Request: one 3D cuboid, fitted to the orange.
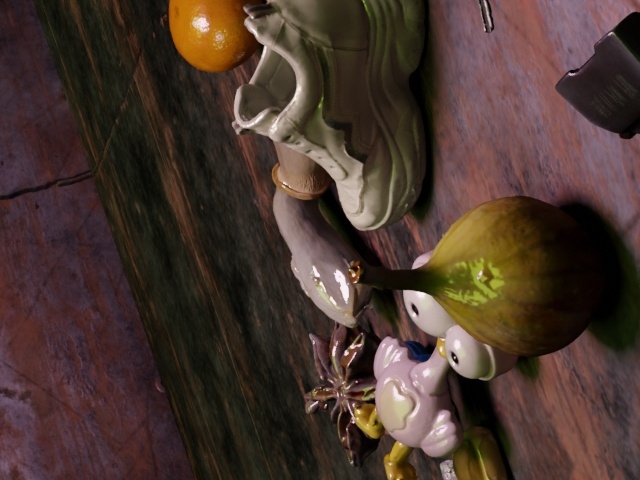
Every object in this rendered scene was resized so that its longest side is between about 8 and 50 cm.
[{"bbox_3d":[-0.140,-0.311,2.020,0.156,0.124,0.156,5,95,63],"label":"orange"}]

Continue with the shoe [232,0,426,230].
[{"bbox_3d":[0.000,-0.144,1.613,0.132,0.211,0.342,-127,26,-46],"label":"shoe"}]

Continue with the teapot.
[{"bbox_3d":[0.255,-0.123,1.102,0.096,0.087,0.177,51,160,5],"label":"teapot"}]

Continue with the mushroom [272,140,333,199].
[{"bbox_3d":[-0.026,-0.161,1.869,0.108,0.096,0.247,25,138,34],"label":"mushroom"}]

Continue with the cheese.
[{"bbox_3d":[0.178,0.272,1.762,0.162,0.036,0.086,138,114,-70],"label":"cheese"}]

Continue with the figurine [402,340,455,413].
[{"bbox_3d":[0.124,0.187,1.811,0.079,0.077,0.136,-104,-10,-69],"label":"figurine"}]

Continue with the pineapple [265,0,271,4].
[{"bbox_3d":[-0.017,-0.294,1.662,0.135,0.080,0.233,-49,-52,-59],"label":"pineapple"}]

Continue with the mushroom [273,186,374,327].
[{"bbox_3d":[-0.002,0.001,1.942,0.099,0.096,0.278,97,150,-48],"label":"mushroom"}]

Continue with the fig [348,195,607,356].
[{"bbox_3d":[0.149,0.016,1.357,0.143,0.231,0.160,-67,12,-5],"label":"fig"}]

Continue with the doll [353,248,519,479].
[{"bbox_3d":[0.132,0.137,1.643,0.160,0.094,0.365,58,150,27],"label":"doll"}]

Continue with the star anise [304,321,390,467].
[{"bbox_3d":[0.047,0.202,2.000,0.231,0.089,0.209,21,115,60],"label":"star anise"}]

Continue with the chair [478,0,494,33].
[{"bbox_3d":[0.169,-0.294,1.064,0.172,0.159,0.246,174,78,-74],"label":"chair"}]
